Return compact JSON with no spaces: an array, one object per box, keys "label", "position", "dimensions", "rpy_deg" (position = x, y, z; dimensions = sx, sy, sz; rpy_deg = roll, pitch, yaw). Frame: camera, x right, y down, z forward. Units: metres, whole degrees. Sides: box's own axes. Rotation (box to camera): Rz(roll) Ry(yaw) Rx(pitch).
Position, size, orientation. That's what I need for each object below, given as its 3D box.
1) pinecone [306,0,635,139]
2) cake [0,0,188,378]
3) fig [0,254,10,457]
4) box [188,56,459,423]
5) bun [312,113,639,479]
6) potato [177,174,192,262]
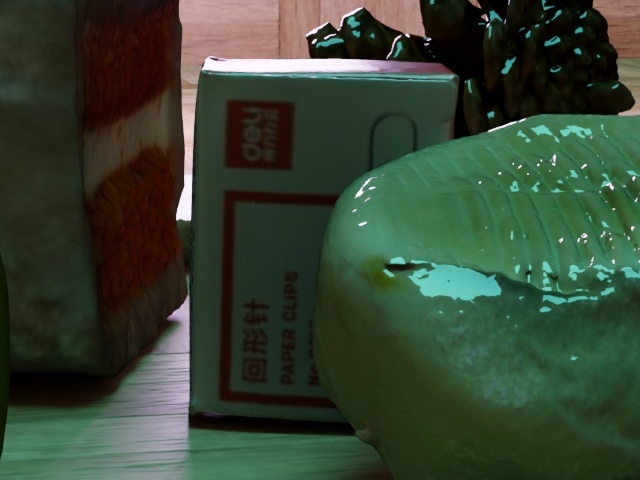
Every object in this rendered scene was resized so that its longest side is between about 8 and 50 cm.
[{"label":"pinecone","position":[0.106,-0.112,1.509],"dimensions":[0.309,0.244,0.244],"rpy_deg":[-7,5,32]},{"label":"cake","position":[-0.204,-0.055,1.125],"dimensions":[0.230,0.237,0.309],"rpy_deg":[2,9,9]},{"label":"fig","position":[-0.222,0.049,0.510],"dimensions":[0.258,0.258,0.326],"rpy_deg":[2,25,8]},{"label":"box","position":[0.000,0.000,0.987],"dimensions":[0.133,0.182,0.099],"rpy_deg":[3,9,-1]},{"label":"bun","position":[0.106,0.038,0.849],"dimensions":[0.229,0.145,0.229],"rpy_deg":[-6,22,3]},{"label":"potato","position":[-0.076,-0.012,1.423],"dimensions":[0.119,0.054,0.198],"rpy_deg":[12,20,34]}]
